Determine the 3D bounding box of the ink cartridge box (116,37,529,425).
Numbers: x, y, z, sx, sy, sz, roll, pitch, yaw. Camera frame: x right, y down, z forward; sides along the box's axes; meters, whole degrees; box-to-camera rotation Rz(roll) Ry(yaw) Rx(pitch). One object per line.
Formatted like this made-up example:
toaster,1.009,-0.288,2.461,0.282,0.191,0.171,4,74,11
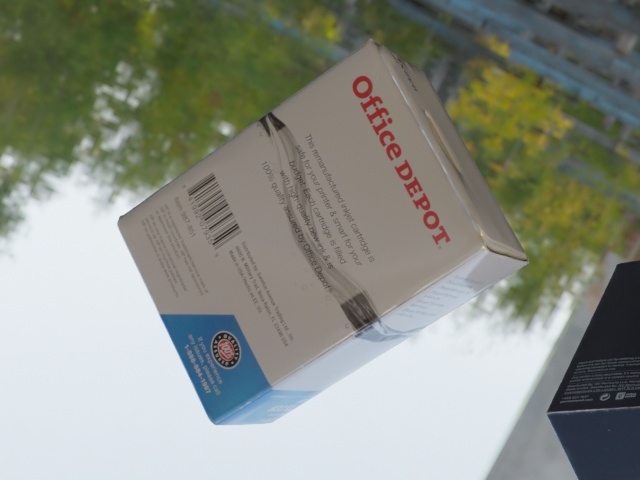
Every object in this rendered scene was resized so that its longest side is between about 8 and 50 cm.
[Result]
ink cartridge box,0.000,0.000,1.407,0.129,0.307,0.223,15,-135,-63

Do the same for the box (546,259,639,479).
box,0.473,0.243,1.962,0.179,0.343,0.312,-8,-150,36
